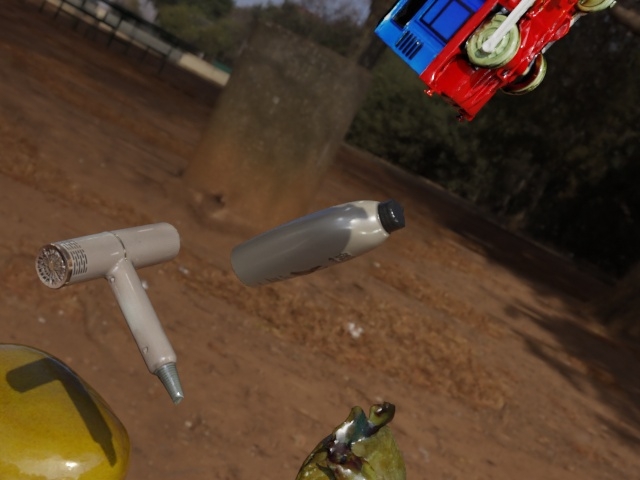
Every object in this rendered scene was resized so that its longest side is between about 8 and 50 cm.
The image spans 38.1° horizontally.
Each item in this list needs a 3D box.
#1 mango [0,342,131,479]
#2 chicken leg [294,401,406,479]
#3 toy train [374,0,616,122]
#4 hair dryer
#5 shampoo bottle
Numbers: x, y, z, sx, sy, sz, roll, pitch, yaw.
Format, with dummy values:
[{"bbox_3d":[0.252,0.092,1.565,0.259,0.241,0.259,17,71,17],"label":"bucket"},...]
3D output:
[{"bbox_3d":[-0.489,0.315,1.500,0.445,0.232,0.300,17,28,36],"label":"mango"},{"bbox_3d":[0.007,0.363,1.043,0.140,0.361,0.212,4,-49,20],"label":"chicken leg"},{"bbox_3d":[0.155,-0.203,0.771,0.082,0.204,0.131,27,20,-50],"label":"toy train"},{"bbox_3d":[-0.190,0.078,1.061,0.220,0.054,0.195,51,28,13],"label":"hair dryer"},{"bbox_3d":[0.000,0.000,1.303,0.256,0.078,0.127,-21,-21,25],"label":"shampoo bottle"}]
